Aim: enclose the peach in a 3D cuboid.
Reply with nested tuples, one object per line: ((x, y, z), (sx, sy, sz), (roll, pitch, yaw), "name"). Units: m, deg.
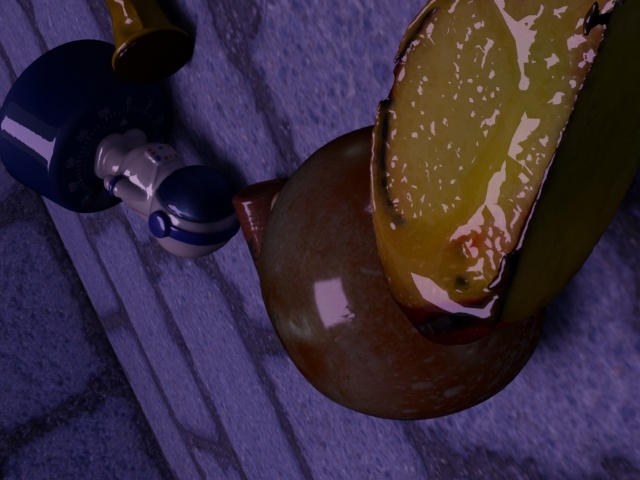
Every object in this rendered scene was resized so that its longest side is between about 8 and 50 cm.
((0.128, -0.062, 0.557), (0.159, 0.154, 0.267), (38, 126, 41), "peach")

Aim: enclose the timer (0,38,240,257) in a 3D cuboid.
((-0.275, -0.110, 1.285), (0.384, 0.270, 0.270), (35, 145, 23), "timer")

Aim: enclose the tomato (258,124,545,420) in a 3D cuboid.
((0.057, 0.035, 0.744), (0.270, 0.223, 0.270), (40, 144, 39), "tomato")

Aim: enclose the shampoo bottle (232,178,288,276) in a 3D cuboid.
((-0.043, 0.041, 1.114), (0.085, 0.085, 0.244), (12, 123, 60), "shampoo bottle")

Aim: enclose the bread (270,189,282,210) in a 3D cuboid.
((0.000, 0.000, 1.011), (0.149, 0.073, 0.122), (64, 161, 4), "bread")

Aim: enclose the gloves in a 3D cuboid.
((-0.292, -0.377, 1.198), (0.294, 0.116, 0.133), (64, 149, 15), "gloves")
